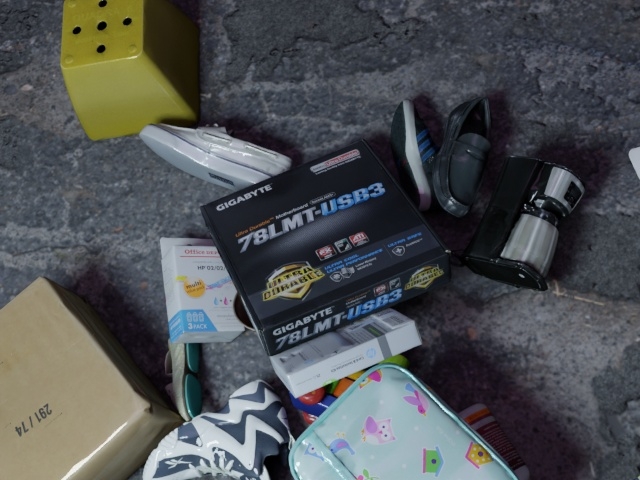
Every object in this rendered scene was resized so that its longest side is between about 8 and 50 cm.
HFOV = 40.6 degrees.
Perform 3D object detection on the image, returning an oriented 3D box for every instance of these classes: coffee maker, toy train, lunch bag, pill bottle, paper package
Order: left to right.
[{"bbox_3d":[-0.430,0.268,1.318,0.325,0.168,0.309,-43,67,-5],"label":"paper package"},{"bbox_3d":[0.093,0.227,1.267,0.248,0.105,0.143,20,62,18],"label":"toy train"},{"bbox_3d":[0.107,0.316,1.108,0.224,0.108,0.279,-41,71,-15],"label":"lunch bag"},{"bbox_3d":[0.234,0.311,1.205,0.086,0.086,0.152,-33,67,-1],"label":"pill bottle"},{"bbox_3d":[0.288,-0.034,1.303,0.171,0.120,0.178,20,75,19],"label":"coffee maker"}]

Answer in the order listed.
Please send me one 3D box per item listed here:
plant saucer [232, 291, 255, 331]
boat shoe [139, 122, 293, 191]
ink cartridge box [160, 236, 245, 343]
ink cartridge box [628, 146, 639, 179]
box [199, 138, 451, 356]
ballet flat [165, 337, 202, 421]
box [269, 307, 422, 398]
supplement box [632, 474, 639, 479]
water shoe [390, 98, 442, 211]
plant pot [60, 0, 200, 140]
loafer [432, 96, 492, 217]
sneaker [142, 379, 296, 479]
[{"bbox_3d":[-0.035,0.090,1.329,0.199,0.036,0.198,-11,31,7],"label":"plant saucer"},{"bbox_3d":[-0.174,-0.152,1.458,0.268,0.096,0.088,21,72,17],"label":"boat shoe"},{"bbox_3d":[-0.189,0.067,1.372,0.104,0.061,0.181,2,65,-29],"label":"ink cartridge box"},{"bbox_3d":[0.609,-0.035,1.235,0.207,0.119,0.353,-20,68,4],"label":"ink cartridge box"},{"bbox_3d":[0.000,0.000,1.302,0.296,0.073,0.293,-22,47,-9],"label":"box"},{"bbox_3d":[-0.215,0.215,1.344,0.052,0.057,0.168,-21,45,15],"label":"ballet flat"},{"bbox_3d":[0.030,0.148,1.196,0.186,0.145,0.038,-21,99,-11],"label":"box"},{"bbox_3d":[0.477,0.333,1.162,0.083,0.056,0.083,-37,67,-3],"label":"supplement box"},{"bbox_3d":[0.167,-0.135,1.405,0.080,0.073,0.203,1,65,-18],"label":"water shoe"},{"bbox_3d":[-0.341,-0.321,1.504,0.212,0.187,0.212,-7,70,9],"label":"plant pot"},{"bbox_3d":[0.224,-0.135,1.340,0.076,0.078,0.223,27,52,-16],"label":"loafer"},{"bbox_3d":[-0.136,0.331,1.271,0.235,0.094,0.153,-31,58,-12],"label":"sneaker"}]
